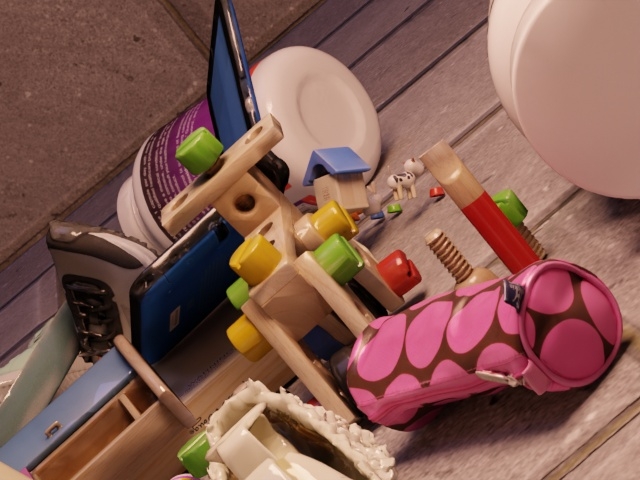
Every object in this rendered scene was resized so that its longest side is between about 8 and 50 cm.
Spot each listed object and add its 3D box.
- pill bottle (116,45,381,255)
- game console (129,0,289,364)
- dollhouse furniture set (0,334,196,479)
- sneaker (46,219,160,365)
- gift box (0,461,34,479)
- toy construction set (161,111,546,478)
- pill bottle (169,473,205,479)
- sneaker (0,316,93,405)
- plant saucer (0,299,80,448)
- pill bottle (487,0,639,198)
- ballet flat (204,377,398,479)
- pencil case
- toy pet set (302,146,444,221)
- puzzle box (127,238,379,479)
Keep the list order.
[{"bbox_3d":[-0.093,-0.083,2.214,0.323,0.181,0.181,-28,17,42],"label":"pill bottle"},{"bbox_3d":[-0.128,-0.049,1.772,0.250,0.173,0.293,-43,-9,-15],"label":"game console"},{"bbox_3d":[-0.268,0.113,1.564,0.198,0.303,0.286,-43,29,-5],"label":"dollhouse furniture set"},{"bbox_3d":[-0.206,0.074,1.927,0.100,0.271,0.108,10,58,25],"label":"sneaker"},{"bbox_3d":[-0.241,0.280,1.192,0.276,0.258,0.255,-58,12,8],"label":"gift box"},{"bbox_3d":[0.000,0.000,1.495,0.309,0.237,0.257,-31,15,34],"label":"toy construction set"},{"bbox_3d":[-0.110,0.219,1.495,0.043,0.043,0.083,-35,13,19],"label":"pill bottle"},{"bbox_3d":[-0.339,0.170,2.240,0.256,0.094,0.151,-33,16,-15],"label":"sneaker"},{"bbox_3d":[-0.327,0.208,1.990,0.318,0.043,0.317,-59,4,6],"label":"plant saucer"},{"bbox_3d":[0.233,-0.167,1.470,0.210,0.210,0.363,-36,13,16],"label":"pill bottle"},{"bbox_3d":[-0.012,0.176,1.148,0.147,0.147,0.409,-40,13,-2],"label":"ballet flat"},{"bbox_3d":[0.101,0.076,1.283,0.209,0.095,0.098,-26,34,55],"label":"pencil case"},{"bbox_3d":[0.041,-0.060,1.881,0.114,0.065,0.122,-6,-8,-34],"label":"toy pet set"},{"bbox_3d":[-0.121,0.138,1.805,0.409,0.052,0.272,-40,12,-2],"label":"puzzle box"}]
